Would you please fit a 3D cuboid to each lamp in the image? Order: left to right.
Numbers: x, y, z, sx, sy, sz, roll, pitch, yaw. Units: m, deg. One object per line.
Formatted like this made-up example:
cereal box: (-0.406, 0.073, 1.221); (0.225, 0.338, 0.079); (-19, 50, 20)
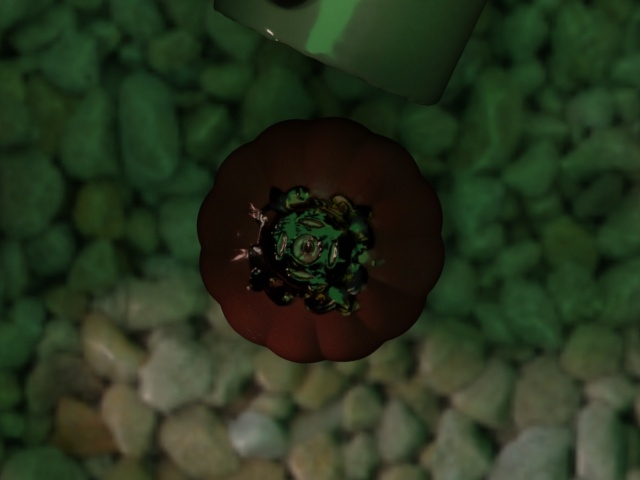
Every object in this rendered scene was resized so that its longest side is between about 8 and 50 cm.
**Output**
lamp: (0.000, 0.000, 0.485); (0.108, 0.092, 0.107); (0, 93, 6)

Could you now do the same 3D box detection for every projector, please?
projector: (0.070, -0.222, 0.434); (0.108, 0.108, 0.337); (26, 104, 4)
